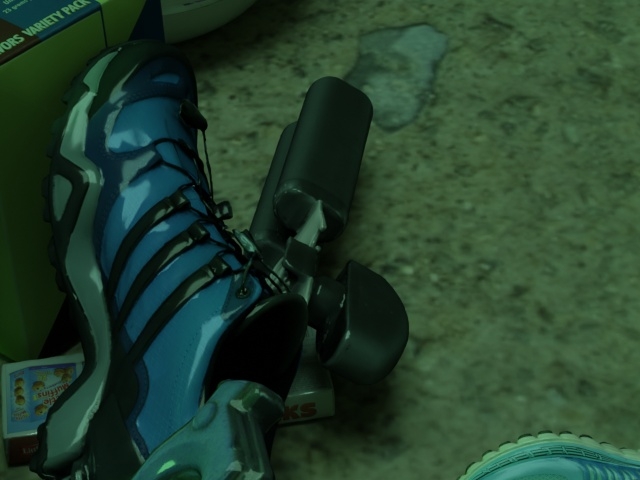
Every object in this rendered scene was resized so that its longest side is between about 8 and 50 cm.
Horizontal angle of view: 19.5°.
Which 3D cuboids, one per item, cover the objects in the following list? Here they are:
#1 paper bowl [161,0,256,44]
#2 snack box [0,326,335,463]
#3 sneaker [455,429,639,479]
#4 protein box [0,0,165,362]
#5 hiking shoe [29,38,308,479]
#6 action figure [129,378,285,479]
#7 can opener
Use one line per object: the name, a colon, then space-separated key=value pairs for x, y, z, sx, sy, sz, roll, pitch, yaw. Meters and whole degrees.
paper bowl: x=-0.138 y=-0.244 z=1.353 sx=0.284 sy=0.148 sz=0.284 roll=-2 pitch=38 yaw=2
snack box: x=-0.085 y=0.082 z=1.021 sx=0.178 sy=0.022 sz=0.064 roll=-8 pitch=37 yaw=-5
sneaker: x=0.137 y=0.136 z=0.896 sx=0.162 sy=0.063 sz=0.073 roll=-4 pitch=40 yaw=0
protein box: x=-0.201 y=-0.071 z=1.087 sx=0.201 sy=0.200 sz=0.136 roll=24 pitch=44 yaw=33
hiking shoe: x=-0.062 y=0.029 z=0.944 sx=0.132 sy=0.113 sz=0.304 roll=-13 pitch=63 yaw=22
action figure: x=-0.067 y=0.249 z=0.739 sx=0.341 sy=0.178 sz=0.330 roll=-47 pitch=41 yaw=-4
can opener: x=0.000 y=0.000 z=1.072 sx=0.093 sy=0.074 sz=0.280 roll=27 pitch=30 yaw=-13
